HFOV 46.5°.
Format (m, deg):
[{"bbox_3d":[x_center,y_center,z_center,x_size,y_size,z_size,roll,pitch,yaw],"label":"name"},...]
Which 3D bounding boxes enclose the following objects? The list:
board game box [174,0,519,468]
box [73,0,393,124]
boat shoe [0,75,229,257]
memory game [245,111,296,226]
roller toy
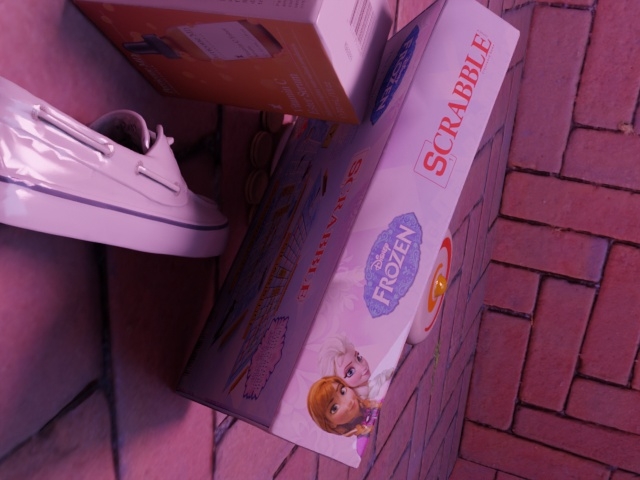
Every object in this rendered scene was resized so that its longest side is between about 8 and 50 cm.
[{"bbox_3d":[0.000,0.000,0.612,0.319,0.065,0.318,-67,-164,-14],"label":"board game box"},{"bbox_3d":[-0.052,-0.157,0.510,0.130,0.170,0.091,48,56,-66],"label":"box"},{"bbox_3d":[-0.129,-0.042,0.489,0.258,0.095,0.084,14,94,-71],"label":"boat shoe"},{"bbox_3d":[-0.036,-0.085,0.823,0.186,0.012,0.186,13,90,-69],"label":"memory game"},{"bbox_3d":[0.117,0.055,1.118,0.209,0.146,0.191,-51,147,-49],"label":"roller toy"}]
